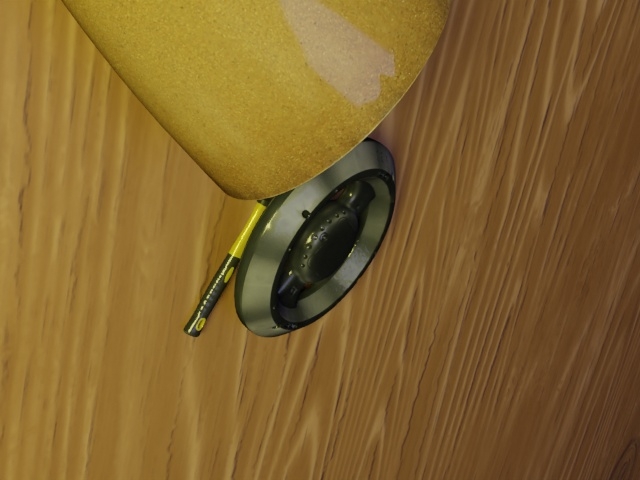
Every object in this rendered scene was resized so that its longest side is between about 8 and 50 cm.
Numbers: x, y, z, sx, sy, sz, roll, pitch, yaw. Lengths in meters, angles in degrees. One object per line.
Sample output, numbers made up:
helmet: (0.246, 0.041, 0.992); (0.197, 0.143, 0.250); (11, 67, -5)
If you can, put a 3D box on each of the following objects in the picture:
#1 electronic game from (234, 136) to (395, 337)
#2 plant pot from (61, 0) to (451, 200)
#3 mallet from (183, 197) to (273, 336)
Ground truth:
electronic game: (0.000, 0.000, 0.760); (0.229, 0.048, 0.229); (-39, 149, -29)
plant pot: (-0.081, -0.193, 0.504); (0.254, 0.237, 0.237); (38, 82, -34)
mallet: (-0.074, 0.011, 0.735); (0.062, 0.039, 0.190); (15, 104, -50)
